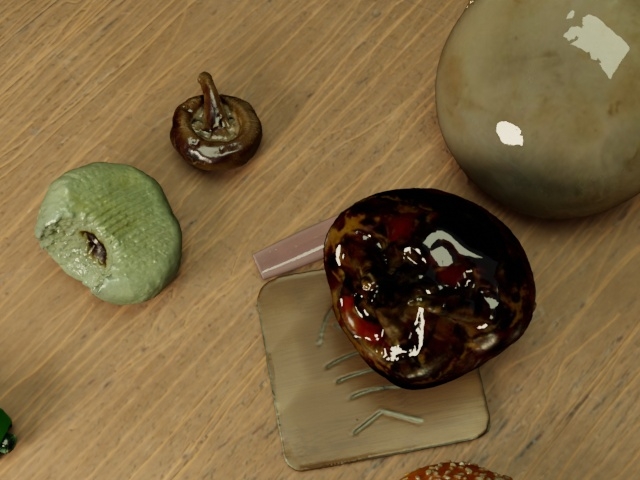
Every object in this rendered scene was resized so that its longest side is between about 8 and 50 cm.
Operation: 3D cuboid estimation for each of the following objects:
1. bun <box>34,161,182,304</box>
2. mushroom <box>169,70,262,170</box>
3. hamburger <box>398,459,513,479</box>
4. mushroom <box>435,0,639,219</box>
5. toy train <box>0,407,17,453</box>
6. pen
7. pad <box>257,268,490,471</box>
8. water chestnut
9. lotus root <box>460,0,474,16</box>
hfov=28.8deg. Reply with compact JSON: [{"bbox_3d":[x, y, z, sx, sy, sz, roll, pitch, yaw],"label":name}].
[{"bbox_3d":[-0.300,-0.002,1.741,0.204,0.126,0.212,-7,70,-30],"label":"bun"},{"bbox_3d":[-0.157,-0.173,1.841,0.135,0.080,0.170,-4,65,-14],"label":"mushroom"},{"bbox_3d":[0.172,0.385,1.552,0.237,0.147,0.237,1,65,-2],"label":"hamburger"},{"bbox_3d":[0.346,-0.211,1.766,0.362,0.294,0.362,3,97,21],"label":"mushroom"},{"bbox_3d":[-0.522,0.218,1.653,0.251,0.119,0.085,21,69,9],"label":"toy train"},{"bbox_3d":[0.000,0.000,1.787,0.197,0.032,0.053,-22,67,-6],"label":"pen"},{"bbox_3d":[0.070,0.159,1.721,0.286,0.018,0.284,-10,67,-4],"label":"pad"},{"bbox_3d":[0.138,0.052,1.627,0.289,0.244,0.289,0,65,-1],"label":"water chestnut"},{"bbox_3d":[0.289,-0.337,1.905,0.135,0.095,0.159,29,110,18],"label":"lotus root"}]
